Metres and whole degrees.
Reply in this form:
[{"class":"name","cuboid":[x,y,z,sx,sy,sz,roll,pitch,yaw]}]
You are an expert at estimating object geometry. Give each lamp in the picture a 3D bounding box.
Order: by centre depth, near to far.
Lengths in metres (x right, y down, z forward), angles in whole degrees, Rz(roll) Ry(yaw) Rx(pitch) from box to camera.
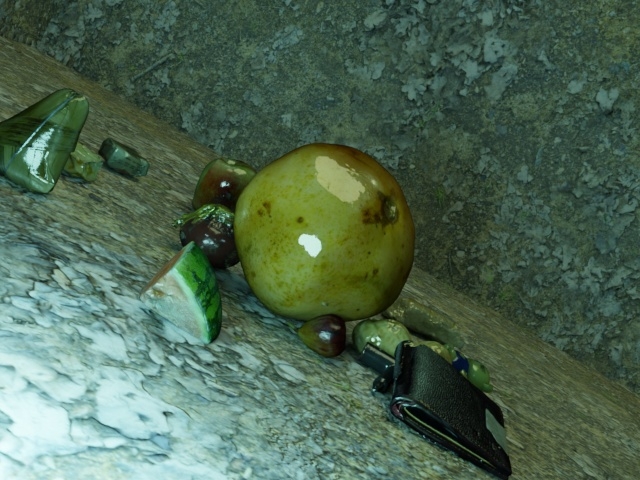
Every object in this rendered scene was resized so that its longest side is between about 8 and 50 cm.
[{"class":"lamp","cuboid":[-0.235,-0.012,1.638,0.156,0.135,0.157,36,7,31]}]

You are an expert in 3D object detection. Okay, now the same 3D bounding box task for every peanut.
[{"class":"peanut","cuboid":[0.177,0.242,1.603,0.229,0.103,0.098,28,19,4]}]

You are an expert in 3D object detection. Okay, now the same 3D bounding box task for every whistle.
[{"class":"whistle","cuboid":[0.319,0.305,1.757,0.227,0.085,0.105,27,4,-12]}]

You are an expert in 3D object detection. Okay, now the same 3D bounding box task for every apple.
[{"class":"apple","cuboid":[-0.273,-0.142,2.139,0.174,0.188,0.207,28,14,27]}]

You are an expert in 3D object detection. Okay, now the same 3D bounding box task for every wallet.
[{"class":"wallet","cuboid":[0.250,0.317,1.390,0.262,0.071,0.221,36,19,-5]}]

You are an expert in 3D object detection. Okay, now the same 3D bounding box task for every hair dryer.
[{"class":"hair dryer","cuboid":[0.151,0.287,1.465,0.173,0.050,0.195,29,12,3]}]

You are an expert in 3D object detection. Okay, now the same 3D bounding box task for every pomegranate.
[{"class":"pomegranate","cuboid":[0.000,0.000,1.575,0.417,0.416,0.416,28,8,-4]}]

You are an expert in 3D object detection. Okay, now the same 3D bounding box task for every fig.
[{"class":"fig","cuboid":[-0.011,0.186,1.447,0.125,0.089,0.089,4,5,8]}]

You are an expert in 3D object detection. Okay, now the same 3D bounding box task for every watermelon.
[{"class":"watermelon","cuboid":[-0.212,0.093,1.252,0.146,0.128,0.231,46,3,-10]}]

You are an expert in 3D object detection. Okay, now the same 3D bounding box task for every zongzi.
[{"class":"zongzi","cuboid":[-0.606,-0.233,1.452,0.242,0.221,0.112,25,-6,-12]}]

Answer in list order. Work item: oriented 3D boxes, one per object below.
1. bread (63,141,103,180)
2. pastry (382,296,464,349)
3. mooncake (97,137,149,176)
[{"class":"bread","cuboid":[-0.640,-0.226,1.777,0.232,0.088,0.128,37,18,6]},{"class":"pastry","cuboid":[0.298,0.236,2.136,0.258,0.089,0.121,29,-5,-23]},{"class":"mooncake","cuboid":[-0.564,-0.233,2.085,0.125,0.073,0.130,27,10,-39]}]
